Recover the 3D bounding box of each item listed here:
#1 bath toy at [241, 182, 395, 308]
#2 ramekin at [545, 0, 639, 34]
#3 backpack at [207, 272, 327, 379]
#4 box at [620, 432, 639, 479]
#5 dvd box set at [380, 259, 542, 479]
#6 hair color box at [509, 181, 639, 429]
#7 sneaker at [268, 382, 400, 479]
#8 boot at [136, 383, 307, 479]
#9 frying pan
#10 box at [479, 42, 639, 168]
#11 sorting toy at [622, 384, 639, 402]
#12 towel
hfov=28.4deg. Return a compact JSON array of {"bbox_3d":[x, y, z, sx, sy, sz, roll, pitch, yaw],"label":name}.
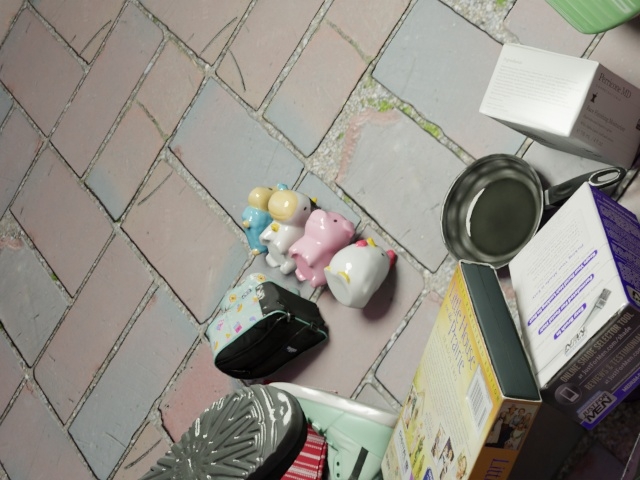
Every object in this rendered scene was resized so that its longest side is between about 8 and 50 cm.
[{"bbox_3d":[0.000,0.000,2.252,0.348,0.129,0.151,30,141,46],"label":"bath toy"},{"bbox_3d":[0.444,-0.447,1.872,0.303,0.148,0.303,-42,16,14],"label":"ramekin"},{"bbox_3d":[-0.109,0.159,2.263,0.188,0.166,0.144,-44,48,19],"label":"backpack"},{"bbox_3d":[0.543,0.265,1.609,0.257,0.079,0.322,22,92,21],"label":"box"},{"bbox_3d":[0.190,0.283,1.831,0.307,0.062,0.420,-101,23,-55],"label":"dvd box set"},{"bbox_3d":[0.374,0.082,1.763,0.185,0.110,0.339,-51,16,25],"label":"hair color box"},{"bbox_3d":[0.005,0.330,2.121,0.256,0.094,0.151,15,88,28],"label":"sneaker"},{"bbox_3d":[-0.029,0.398,1.919,0.367,0.445,0.146,-37,44,26],"label":"boot"},{"bbox_3d":[0.326,-0.080,2.015,0.326,0.053,0.197,-38,53,26],"label":"frying pan"},{"bbox_3d":[0.375,-0.204,1.917,0.182,0.181,0.119,22,93,45],"label":"box"},{"bbox_3d":[0.510,0.097,1.731,0.365,0.126,0.127,-42,52,25],"label":"sorting toy"},{"bbox_3d":[-0.061,0.391,2.237,0.199,0.031,0.274,2,76,46],"label":"towel"}]
